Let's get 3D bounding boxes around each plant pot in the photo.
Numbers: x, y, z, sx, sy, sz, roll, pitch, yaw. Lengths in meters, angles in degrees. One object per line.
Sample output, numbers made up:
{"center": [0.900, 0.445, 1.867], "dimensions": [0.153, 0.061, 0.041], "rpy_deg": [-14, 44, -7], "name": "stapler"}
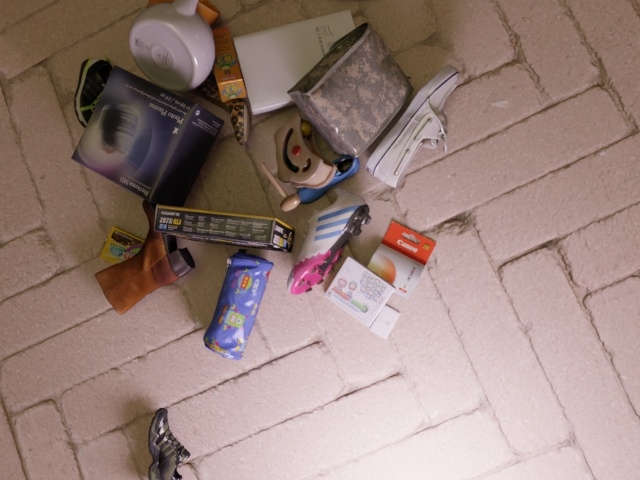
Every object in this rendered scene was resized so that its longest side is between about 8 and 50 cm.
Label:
{"center": [-0.436, -0.665, 1.749], "dimensions": [0.205, 0.205, 0.188], "rpy_deg": [44, 107, 10], "name": "plant pot"}

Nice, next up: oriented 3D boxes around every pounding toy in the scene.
{"center": [-0.063, -0.227, 1.617], "dimensions": [0.154, 0.155, 0.269], "rpy_deg": [-18, 70, 34], "name": "pounding toy"}

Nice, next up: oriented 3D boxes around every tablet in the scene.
{"center": [0.180, 0.227, 1.642], "dimensions": [0.054, 0.006, 0.083], "rpy_deg": [29, 89, 10], "name": "tablet"}

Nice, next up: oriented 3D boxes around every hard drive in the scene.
{"center": [-0.055, -0.521, 1.712], "dimensions": [0.353, 0.047, 0.233], "rpy_deg": [-15, 82, -3], "name": "hard drive"}

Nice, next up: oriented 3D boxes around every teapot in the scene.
{"center": [-0.389, -0.548, 1.631], "dimensions": [0.256, 0.252, 0.187], "rpy_deg": [-5, 39, 34], "name": "teapot"}

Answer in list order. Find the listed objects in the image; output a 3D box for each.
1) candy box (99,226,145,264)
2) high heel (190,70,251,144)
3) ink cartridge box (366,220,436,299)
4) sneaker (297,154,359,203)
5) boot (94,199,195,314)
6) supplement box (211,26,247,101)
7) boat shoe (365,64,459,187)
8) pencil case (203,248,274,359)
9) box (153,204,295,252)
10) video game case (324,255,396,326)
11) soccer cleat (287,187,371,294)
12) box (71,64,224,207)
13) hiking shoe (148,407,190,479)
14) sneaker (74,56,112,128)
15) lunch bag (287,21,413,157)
{"center": [-0.554, 0.044, 1.763], "dimensions": [0.206, 0.027, 0.105], "rpy_deg": [23, 91, 10], "name": "candy box"}
{"center": [-0.303, -0.381, 1.731], "dimensions": [0.186, 0.093, 0.261], "rpy_deg": [-8, 66, 1], "name": "high heel"}
{"center": [0.222, 0.055, 1.636], "dimensions": [0.145, 0.045, 0.179], "rpy_deg": [28, 91, 10], "name": "ink cartridge box"}
{"center": [0.017, -0.181, 1.674], "dimensions": [0.209, 0.082, 0.069], "rpy_deg": [-33, 82, 5], "name": "sneaker"}
{"center": [-0.537, 0.041, 1.720], "dimensions": [0.280, 0.096, 0.264], "rpy_deg": [-30, 89, 12], "name": "boot"}
{"center": [-0.278, -0.515, 1.712], "dimensions": [0.078, 0.080, 0.233], "rpy_deg": [-14, 61, -7], "name": "supplement box"}
{"center": [0.293, -0.298, 1.617], "dimensions": [0.156, 0.136, 0.367], "rpy_deg": [39, 94, 11], "name": "boat shoe"}
{"center": [-0.235, 0.178, 1.651], "dimensions": [0.133, 0.119, 0.306], "rpy_deg": [19, 86, -19], "name": "pencil case"}
{"center": [-0.251, -0.029, 1.609], "dimensions": [0.322, 0.257, 0.079], "rpy_deg": [6, 84, 10], "name": "box"}
{"center": [0.107, 0.142, 1.631], "dimensions": [0.157, 0.019, 0.143], "rpy_deg": [35, 112, 11], "name": "video game case"}
{"center": [0.000, 0.000, 1.653], "dimensions": [0.143, 0.116, 0.331], "rpy_deg": [39, 89, 26], "name": "soccer cleat"}
{"center": [-0.482, -0.282, 1.649], "dimensions": [0.296, 0.183, 0.294], "rpy_deg": [27, 94, 17], "name": "box"}
{"center": [-0.426, 0.587, 1.667], "dimensions": [0.114, 0.086, 0.227], "rpy_deg": [0, 89, -5], "name": "hiking shoe"}
{"center": [-0.691, -0.458, 1.810], "dimensions": [0.097, 0.084, 0.235], "rpy_deg": [1, 84, 8], "name": "sneaker"}
{"center": [0.095, -0.412, 1.600], "dimensions": [0.287, 0.169, 0.235], "rpy_deg": [-46, 117, -8], "name": "lunch bag"}
